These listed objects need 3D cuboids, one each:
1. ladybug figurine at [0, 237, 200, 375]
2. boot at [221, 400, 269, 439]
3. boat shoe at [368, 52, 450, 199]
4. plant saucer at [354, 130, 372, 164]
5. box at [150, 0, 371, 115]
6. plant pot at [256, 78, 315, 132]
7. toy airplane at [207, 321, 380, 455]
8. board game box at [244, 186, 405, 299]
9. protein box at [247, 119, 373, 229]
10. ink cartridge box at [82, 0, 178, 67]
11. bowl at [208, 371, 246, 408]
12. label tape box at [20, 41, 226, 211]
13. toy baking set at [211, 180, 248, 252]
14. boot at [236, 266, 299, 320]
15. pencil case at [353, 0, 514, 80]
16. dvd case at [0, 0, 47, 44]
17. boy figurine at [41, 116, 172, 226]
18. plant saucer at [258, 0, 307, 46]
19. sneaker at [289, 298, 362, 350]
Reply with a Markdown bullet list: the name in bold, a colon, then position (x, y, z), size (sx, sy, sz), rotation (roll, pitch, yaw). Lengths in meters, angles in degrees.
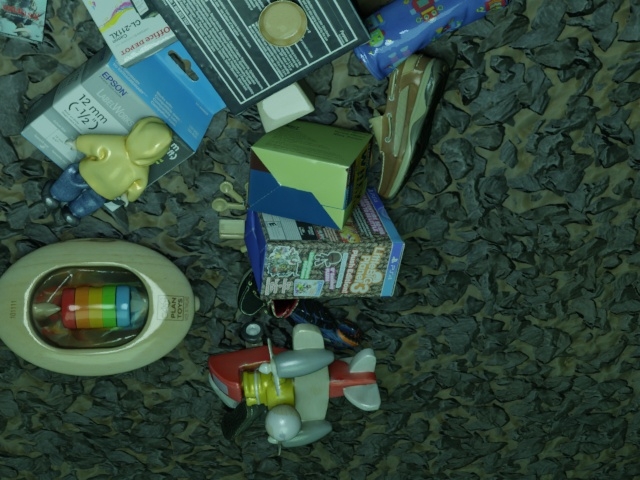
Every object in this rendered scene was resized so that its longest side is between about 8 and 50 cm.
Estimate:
- **ladybug figurine**: position (-0.499, 0.149, 1.821), size (0.449, 0.162, 0.305), rotation (3, 85, -10)
- **boot**: position (-0.145, 0.477, 2.192), size (0.208, 0.076, 0.189), rotation (-3, 153, -38)
- **boat shoe**: position (0.167, -0.243, 1.676), size (0.119, 0.122, 0.324), rotation (25, 124, 13)
- **plant saucer**: position (0.087, -0.193, 1.717), size (0.013, 0.083, 0.083), rotation (-21, 131, -23)
- **box**: position (-0.109, -0.437, 1.441), size (0.294, 0.183, 0.296), rotation (-26, 127, 14)
- **plant pot**: position (-0.080, -0.294, 1.609), size (0.109, 0.109, 0.096), rotation (-23, 114, 12)
- **toy airplane**: position (-0.042, 0.367, 1.946), size (0.384, 0.272, 0.386), rotation (-27, 122, 37)
- **board game box**: position (0.000, 0.000, 1.732), size (0.291, 0.232, 0.141), rotation (0, 124, -15)
- **protein box**: position (-0.018, -0.139, 1.621), size (0.199, 0.201, 0.136), rotation (13, 118, 12)
- **ink cartridge box**: position (-0.344, -0.417, 1.446), size (0.127, 0.072, 0.175), rotation (-30, 100, -2)
- **bowl**: position (-0.215, 0.387, 2.144), size (0.142, 0.053, 0.142), rotation (-22, 125, 10)
- **label tape box**: position (-0.374, -0.250, 1.602), size (0.347, 0.115, 0.249), rotation (-31, 124, 19)
- **toy baking set**: position (-0.125, -0.071, 1.816), size (0.256, 0.030, 0.197), rotation (-19, 127, 8)
- **boot**: position (-0.124, 0.129, 1.875), size (0.085, 0.179, 0.236), rotation (24, 120, -23)
- **pencil case**: position (0.202, -0.422, 1.521), size (0.306, 0.133, 0.119), rotation (-29, 82, 11)
- **dvd case**: position (-0.557, -0.431, 1.505), size (0.087, 0.013, 0.119), rotation (12, 126, -15)
- **boy figurine**: position (-0.408, -0.146, 1.552), size (0.285, 0.092, 0.177), rotation (-34, 124, 18)
- **plant saucer**: position (-0.065, -0.371, 1.375), size (0.083, 0.015, 0.083), rotation (-4, 128, -5)
- **sneaker**: position (-0.001, 0.222, 2.026), size (0.221, 0.083, 0.087), rotation (33, 126, -23)
